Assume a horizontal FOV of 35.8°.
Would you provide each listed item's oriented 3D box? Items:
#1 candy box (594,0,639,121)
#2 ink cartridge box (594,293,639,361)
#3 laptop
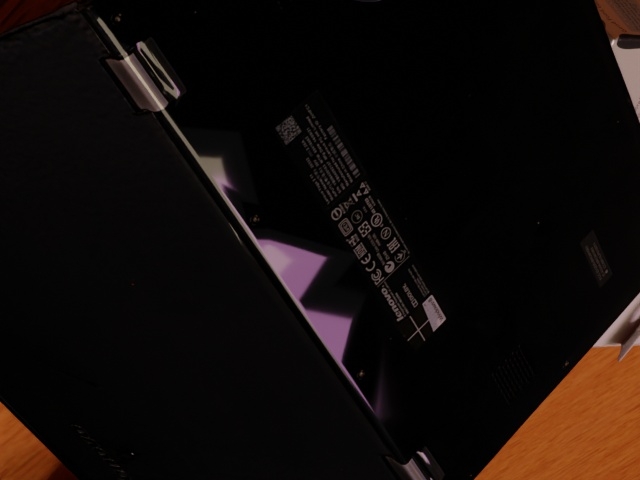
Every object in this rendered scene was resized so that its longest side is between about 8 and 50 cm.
[{"bbox_3d":[0.255,-0.097,0.722,0.233,0.071,0.159,-2,136,-23],"label":"candy box"},{"bbox_3d":[0.236,0.017,0.788,0.090,0.143,0.092,0,137,-25],"label":"ink cartridge box"},{"bbox_3d":[-0.035,-0.027,0.621,0.408,0.236,0.382,-43,124,-16],"label":"laptop"}]
